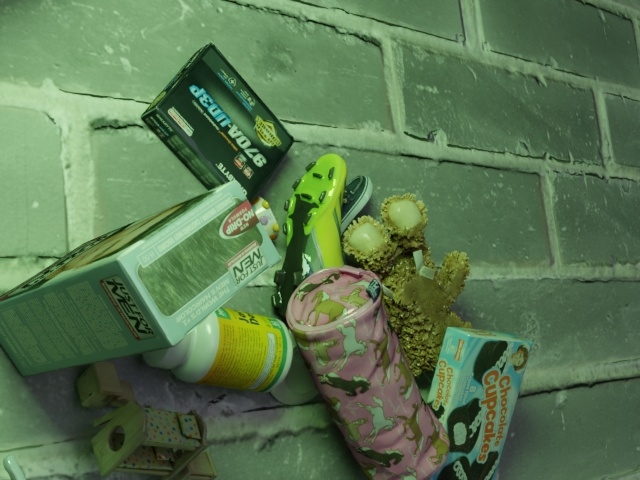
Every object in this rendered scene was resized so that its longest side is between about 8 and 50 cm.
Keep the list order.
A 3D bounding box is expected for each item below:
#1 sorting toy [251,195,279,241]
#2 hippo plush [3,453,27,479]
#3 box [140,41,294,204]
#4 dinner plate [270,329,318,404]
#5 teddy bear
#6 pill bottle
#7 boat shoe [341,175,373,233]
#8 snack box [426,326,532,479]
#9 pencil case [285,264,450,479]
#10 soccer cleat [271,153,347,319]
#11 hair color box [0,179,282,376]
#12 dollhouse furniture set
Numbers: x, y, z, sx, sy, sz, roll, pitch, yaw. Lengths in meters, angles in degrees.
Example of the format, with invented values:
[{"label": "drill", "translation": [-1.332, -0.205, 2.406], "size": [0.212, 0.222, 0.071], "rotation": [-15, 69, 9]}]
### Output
[{"label": "sorting toy", "translation": [-0.114, -0.024, 1.440], "size": [0.075, 0.045, 0.083], "rotation": [-29, 100, -23]}, {"label": "hippo plush", "translation": [-0.252, 0.431, 1.104], "size": [0.236, 0.294, 0.234], "rotation": [29, 77, -63]}, {"label": "box", "translation": [-0.161, -0.182, 1.423], "size": [0.220, 0.051, 0.175], "rotation": [49, 52, -23]}, {"label": "dinner plate", "translation": [-0.027, 0.204, 1.434], "size": [0.141, 0.017, 0.141], "rotation": [-10, 106, -36]}, {"label": "teddy bear", "translation": [0.156, 0.080, 1.587], "size": [0.338, 0.113, 0.245], "rotation": [47, 70, -27]}, {"label": "pill bottle", "translation": [-0.153, 0.157, 1.298], "size": [0.208, 0.117, 0.118], "rotation": [16, 69, -38]}, {"label": "boat shoe", "translation": [0.026, -0.073, 1.555], "size": [0.083, 0.065, 0.183], "rotation": [50, 52, -20]}, {"label": "snack box", "translation": [0.270, 0.323, 1.599], "size": [0.187, 0.060, 0.322], "rotation": [10, 96, -40]}, {"label": "pencil case", "translation": [0.083, 0.227, 1.418], "size": [0.160, 0.167, 0.386], "rotation": [-102, 170, -62]}, {"label": "soccer cleat", "translation": [-0.001, 0.000, 1.469], "size": [0.121, 0.093, 0.289], "rotation": [16, 85, -43]}, {"label": "hair color box", "translation": [-0.242, 0.055, 1.065], "size": [0.185, 0.374, 0.114], "rotation": [-40, 106, -41]}, {"label": "dollhouse furniture set", "translation": [-0.216, 0.234, 1.200], "size": [0.182, 0.101, 0.161], "rotation": [23, 30, -47]}]
